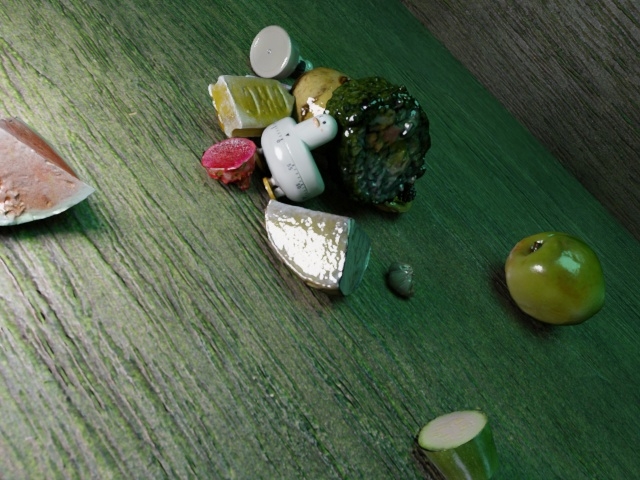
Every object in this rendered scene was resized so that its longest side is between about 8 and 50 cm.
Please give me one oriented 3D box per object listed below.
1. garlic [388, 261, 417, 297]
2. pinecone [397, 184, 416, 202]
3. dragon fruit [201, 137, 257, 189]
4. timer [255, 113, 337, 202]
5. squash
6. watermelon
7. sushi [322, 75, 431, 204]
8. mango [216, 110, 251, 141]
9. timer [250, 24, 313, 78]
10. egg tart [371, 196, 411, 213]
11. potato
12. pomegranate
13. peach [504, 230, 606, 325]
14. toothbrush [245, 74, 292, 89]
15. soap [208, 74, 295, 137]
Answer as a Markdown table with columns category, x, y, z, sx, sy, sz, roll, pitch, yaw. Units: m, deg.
| category | x | y | z | sx | sy | sz | roll | pitch | yaw |
| --- | --- | --- | --- | --- | --- | --- | --- | --- | --- |
| garlic | 0.235 | 0.113 | 1.414 | 0.074 | 0.094 | 0.113 | -38 | 87 | -9 |
| pinecone | 0.263 | -0.157 | 1.567 | 0.083 | 0.077 | 0.077 | 61 | 33 | -25 |
| dragon fruit | -0.234 | -0.189 | 1.313 | 0.153 | 0.111 | 0.153 | -6 | 40 | 5 |
| timer | -0.053 | -0.230 | 1.356 | 0.233 | 0.240 | 0.234 | -25 | 90 | -88 |
| squash | 0.319 | 0.465 | 1.112 | 0.170 | 0.170 | 0.123 | -27 | 86 | -48 |
| watermelon | -0.586 | -0.134 | 0.927 | 0.260 | 0.176 | 0.256 | 48 | 43 | -28 |
| sushi | 0.167 | -0.284 | 1.426 | 0.294 | 0.352 | 0.178 | -25 | 44 | -16 |
| mango | -0.251 | -0.354 | 1.444 | 0.102 | 0.085 | 0.184 | 4 | 63 | -38 |
| timer | -0.105 | -0.642 | 1.783 | 0.266 | 0.175 | 0.175 | -2 | 55 | -58 |
| egg tart | 0.216 | -0.156 | 1.638 | 0.191 | 0.074 | 0.191 | 21 | 43 | -21 |
| potato | -0.020 | 0.032 | 1.279 | 0.264 | 0.211 | 0.190 | 15 | 79 | 18 |
| pomegranate | 0.025 | -0.408 | 1.569 | 0.281 | 0.281 | 0.281 | 21 | 44 | -22 |
| peach | 0.790 | 0.130 | 1.661 | 0.281 | 0.314 | 0.316 | -41 | 109 | -80 |
| toothbrush | -0.141 | -0.548 | 1.748 | 0.286 | 0.020 | 0.025 | 0 | 47 | -39 |
| soap | -0.177 | -0.380 | 1.410 | 0.257 | 0.080 | 0.160 | -18 | 85 | -49 |
